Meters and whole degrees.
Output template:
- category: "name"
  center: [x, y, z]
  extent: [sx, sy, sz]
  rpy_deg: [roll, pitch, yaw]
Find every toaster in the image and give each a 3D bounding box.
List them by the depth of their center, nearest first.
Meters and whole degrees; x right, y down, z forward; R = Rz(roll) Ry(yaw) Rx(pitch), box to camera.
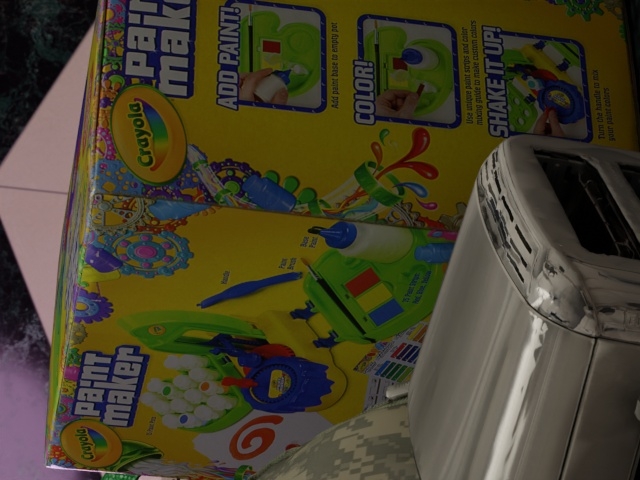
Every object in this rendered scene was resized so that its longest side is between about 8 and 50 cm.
- category: "toaster"
  center: [0.115, 0.051, 0.847]
  extent: [0.227, 0.129, 0.146]
  rpy_deg: [-100, 22, -65]

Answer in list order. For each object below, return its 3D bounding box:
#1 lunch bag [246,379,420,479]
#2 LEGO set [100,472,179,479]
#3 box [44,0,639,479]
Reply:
- category: "lunch bag"
  center: [0.027, 0.219, 0.919]
  extent: [0.256, 0.212, 0.305]
  rpy_deg: [-50, 9, 19]
- category: "LEGO set"
  center: [-0.030, 0.209, 1.545]
  extent: [0.331, 0.192, 0.255]
  rpy_deg: [-61, 29, 25]
- category: "box"
  center: [0.000, 0.000, 1.093]
  extent: [0.290, 0.279, 0.177]
  rpy_deg: [111, 162, -55]
